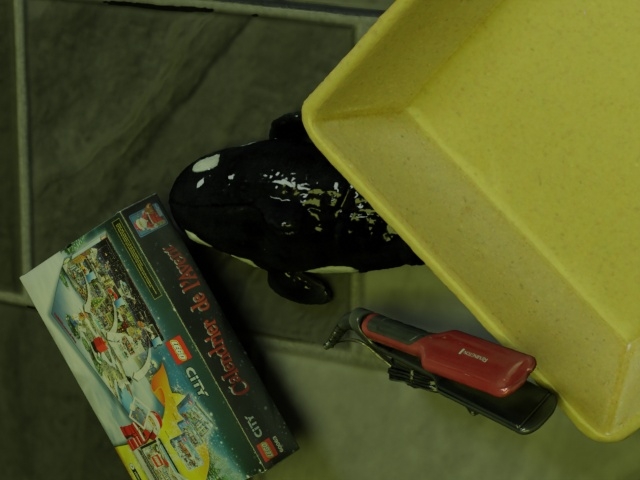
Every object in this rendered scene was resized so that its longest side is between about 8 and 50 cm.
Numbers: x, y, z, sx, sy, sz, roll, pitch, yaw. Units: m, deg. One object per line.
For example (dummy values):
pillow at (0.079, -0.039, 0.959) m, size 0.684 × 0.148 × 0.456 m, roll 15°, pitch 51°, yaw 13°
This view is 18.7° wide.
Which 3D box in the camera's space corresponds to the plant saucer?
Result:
plant saucer at (0.204, -0.083, 1.340) m, size 0.333 × 0.081 × 0.333 m, roll 47°, pitch 120°, yaw 7°

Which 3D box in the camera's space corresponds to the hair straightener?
hair straightener at (0.085, 0.103, 1.430) m, size 0.230 × 0.047 × 0.089 m, roll 11°, pitch 142°, yaw 49°

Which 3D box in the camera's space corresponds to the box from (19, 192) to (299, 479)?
box at (-0.132, 0.097, 1.564) m, size 0.159 × 0.044 × 0.233 m, roll -29°, pitch 90°, yaw 45°

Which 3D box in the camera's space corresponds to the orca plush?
orca plush at (0.000, 0.000, 1.456) m, size 0.287 × 0.102 × 0.151 m, roll 26°, pitch 115°, yaw 18°
